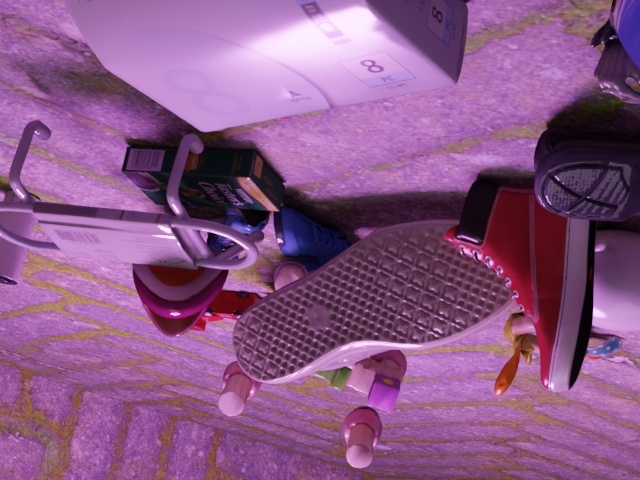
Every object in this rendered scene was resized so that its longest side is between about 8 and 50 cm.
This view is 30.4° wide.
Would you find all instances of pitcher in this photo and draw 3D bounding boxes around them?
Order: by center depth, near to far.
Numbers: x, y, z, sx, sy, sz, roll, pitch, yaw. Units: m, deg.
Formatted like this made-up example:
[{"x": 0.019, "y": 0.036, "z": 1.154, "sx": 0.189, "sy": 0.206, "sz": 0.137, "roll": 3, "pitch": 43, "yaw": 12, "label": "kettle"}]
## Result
[{"x": 0.330, "y": 0.028, "z": 1.462, "sx": 0.207, "sy": 0.125, "sz": 0.178, "roll": 12, "pitch": 150, "yaw": 35, "label": "pitcher"}]

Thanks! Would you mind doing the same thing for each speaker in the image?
[{"x": -0.461, "y": -0.003, "z": 1.758, "sx": 0.055, "sy": 0.136, "sz": 0.055, "roll": 9, "pitch": 162, "yaw": 3, "label": "speaker"}]

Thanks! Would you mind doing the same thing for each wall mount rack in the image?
[{"x": -0.219, "y": -0.029, "z": 1.454, "sx": 0.350, "sy": 0.131, "sz": 0.304, "roll": 6, "pitch": 155, "yaw": 16, "label": "wall mount rack"}]

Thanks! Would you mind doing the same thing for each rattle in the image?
[{"x": 0.389, "y": 0.202, "z": 1.903, "sx": 0.199, "sy": 0.143, "sz": 0.130, "roll": 26, "pitch": 139, "yaw": -23, "label": "rattle"}]

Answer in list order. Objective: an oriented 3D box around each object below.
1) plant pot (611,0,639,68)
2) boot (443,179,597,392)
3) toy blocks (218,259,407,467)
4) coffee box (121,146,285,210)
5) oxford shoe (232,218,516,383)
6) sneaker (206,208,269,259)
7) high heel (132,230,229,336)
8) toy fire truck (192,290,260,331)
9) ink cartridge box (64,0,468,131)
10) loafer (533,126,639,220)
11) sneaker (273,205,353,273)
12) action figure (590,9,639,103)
[{"x": 0.284, "y": -0.199, "z": 0.620, "sx": 0.212, "sy": 0.236, "sz": 0.236, "roll": 14, "pitch": 163, "yaw": 8, "label": "plant pot"}, {"x": 0.232, "y": 0.053, "z": 1.395, "sx": 0.176, "sy": 0.244, "sz": 0.088, "roll": 4, "pitch": -174, "yaw": 21, "label": "boot"}, {"x": 0.021, "y": 0.159, "z": 1.931, "sx": 0.288, "sy": 0.309, "sz": 0.260, "roll": 23, "pitch": -166, "yaw": 0, "label": "toy blocks"}, {"x": -0.150, "y": -0.079, "z": 1.509, "sx": 0.184, "sy": 0.040, "sz": 0.113, "roll": 4, "pitch": 160, "yaw": 19, "label": "coffee box"}, {"x": 0.080, "y": 0.079, "z": 1.573, "sx": 0.449, "sy": 0.169, "sz": 0.130, "roll": -23, "pitch": 172, "yaw": 32, "label": "oxford shoe"}, {"x": -0.120, "y": -0.001, "z": 1.674, "sx": 0.063, "sy": 0.073, "sz": 0.162, "roll": 17, "pitch": 161, "yaw": -18, "label": "sneaker"}, {"x": -0.185, "y": 0.093, "z": 1.588, "sx": 0.127, "sy": 0.181, "sz": 0.377, "roll": 1, "pitch": -167, "yaw": -3, "label": "high heel"}, {"x": -0.184, "y": 0.130, "z": 2.144, "sx": 0.192, "sy": 0.047, "sz": 0.135, "roll": 3, "pitch": 161, "yaw": 20, "label": "toy fire truck"}, {"x": -0.105, "y": -0.223, "z": 0.979, "sx": 0.308, "sy": 0.091, "sz": 0.385, "roll": -5, "pitch": 157, "yaw": 39, "label": "ink cartridge box"}, {"x": 0.368, "y": -0.070, "z": 1.207, "sx": 0.302, "sy": 0.095, "sz": 0.109, "roll": 7, "pitch": 132, "yaw": -2, "label": "loafer"}, {"x": 0.000, "y": 0.000, "z": 1.634, "sx": 0.082, "sy": 0.069, "sz": 0.209, "roll": -9, "pitch": 156, "yaw": 20, "label": "sneaker"}, {"x": 0.291, "y": -0.164, "z": 0.857, "sx": 0.164, "sy": 0.141, "sz": 0.275, "roll": 8, "pitch": 167, "yaw": 46, "label": "action figure"}]
